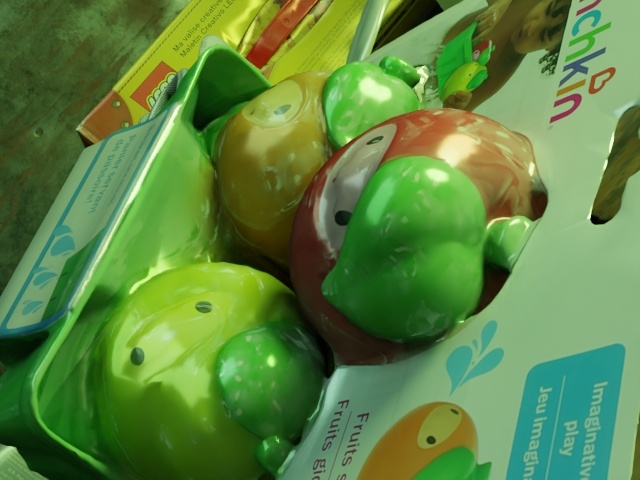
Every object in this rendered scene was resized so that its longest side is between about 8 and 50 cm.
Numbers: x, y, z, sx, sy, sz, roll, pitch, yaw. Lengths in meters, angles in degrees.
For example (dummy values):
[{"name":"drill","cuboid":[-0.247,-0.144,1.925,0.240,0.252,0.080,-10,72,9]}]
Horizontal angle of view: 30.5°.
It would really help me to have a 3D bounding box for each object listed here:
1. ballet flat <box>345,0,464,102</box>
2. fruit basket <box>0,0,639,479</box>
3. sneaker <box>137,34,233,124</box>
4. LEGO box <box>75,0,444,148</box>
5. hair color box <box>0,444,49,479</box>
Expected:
[{"name":"ballet flat","cuboid":[0.114,-0.171,0.793,0.409,0.147,0.147,-58,10,-30]},{"name":"fruit basket","cuboid":[0.000,0.000,0.521,0.353,0.165,0.327,-27,33,47]},{"name":"sneaker","cuboid":[-0.018,-0.095,0.990,0.137,0.210,0.366,-43,10,41]},{"name":"LEGO box","cuboid":[-0.034,-0.202,1.414,0.500,0.193,0.372,-51,-7,-13]},{"name":"hair color box","cuboid":[-0.331,0.255,1.455,0.374,0.114,0.185,-55,9,-33]}]
